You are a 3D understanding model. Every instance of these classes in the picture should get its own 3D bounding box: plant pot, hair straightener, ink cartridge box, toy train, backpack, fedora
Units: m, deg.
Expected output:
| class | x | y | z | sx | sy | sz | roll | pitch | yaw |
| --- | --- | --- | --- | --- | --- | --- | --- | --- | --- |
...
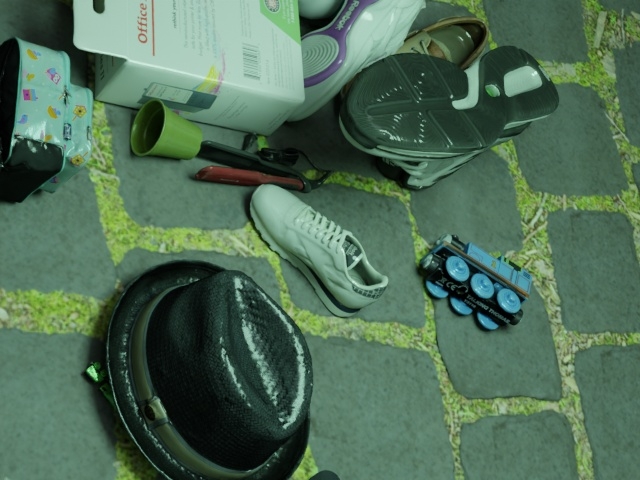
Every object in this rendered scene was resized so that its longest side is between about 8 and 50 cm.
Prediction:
| class | x | y | z | sx | sy | sz | roll | pitch | yaw |
| --- | --- | --- | --- | --- | --- | --- | --- | --- | --- |
| plant pot | -0.210 | -0.147 | 1.873 | 0.079 | 0.083 | 0.083 | 19 | 58 | -40 |
| hair straightener | -0.081 | -0.121 | 1.955 | 0.230 | 0.047 | 0.089 | 5 | 66 | -31 |
| ink cartridge box | -0.206 | -0.291 | 1.911 | 0.353 | 0.119 | 0.207 | 10 | 62 | -30 |
| toy train | -0.268 | 0.190 | 1.704 | 0.083 | 0.017 | 0.023 | 49 | 61 | -3 |
| backpack | -0.371 | -0.157 | 1.710 | 0.144 | 0.166 | 0.188 | 4 | 69 | -33 |
| toy train | 0.238 | 0.059 | 2.058 | 0.184 | 0.080 | 0.105 | 32 | 45 | -14 |
| fedora | -0.110 | 0.160 | 1.721 | 0.334 | 0.152 | 0.334 | 18 | 58 | -31 |

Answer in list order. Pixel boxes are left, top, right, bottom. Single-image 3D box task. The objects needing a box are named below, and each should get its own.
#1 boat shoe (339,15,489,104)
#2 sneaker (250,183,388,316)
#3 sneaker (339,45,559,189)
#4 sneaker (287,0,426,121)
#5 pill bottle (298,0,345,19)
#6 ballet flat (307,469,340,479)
| class | x | y | z | sx | sy | sz | roll | pitch | yaw |
| --- | --- | --- | --- | --- | --- | --- | --- | --- | --- |
| boat shoe | 0.154 | -0.281 | 2.139 | 0.123 | 0.116 | 0.324 | 51 | 51 | -1 |
| sneaker | 0.000 | 0.000 | 1.920 | 0.235 | 0.095 | 0.090 | 45 | 53 | -5 |
| sneaker | 0.143 | -0.141 | 1.960 | 0.447 | 0.257 | 0.169 | -15 | 69 | -48 |
| sneaker | 0.055 | -0.287 | 2.036 | 0.114 | 0.305 | 0.152 | 39 | -2 | 37 |
| pill bottle | 0.036 | -0.426 | 2.115 | 0.264 | 0.146 | 0.146 | -11 | 74 | -36 |
| ballet flat | -0.015 | 0.374 | 1.742 | 0.074 | 0.074 | 0.203 | 45 | 51 | -6 |
